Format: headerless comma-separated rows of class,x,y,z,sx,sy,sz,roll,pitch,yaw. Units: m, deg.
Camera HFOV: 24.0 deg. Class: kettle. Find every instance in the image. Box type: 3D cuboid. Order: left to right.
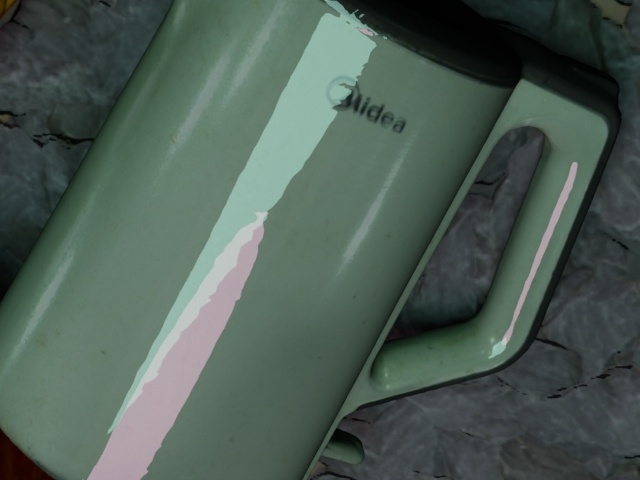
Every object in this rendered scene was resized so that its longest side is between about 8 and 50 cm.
kettle,0.000,0.000,1.039,0.361,0.250,0.377,23,110,-18

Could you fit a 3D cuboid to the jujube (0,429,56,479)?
jujube,-0.305,0.119,1.117,0.190,0.190,0.255,-27,101,19

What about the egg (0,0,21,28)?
egg,-0.299,-0.232,0.998,0.174,0.264,0.286,30,113,8
